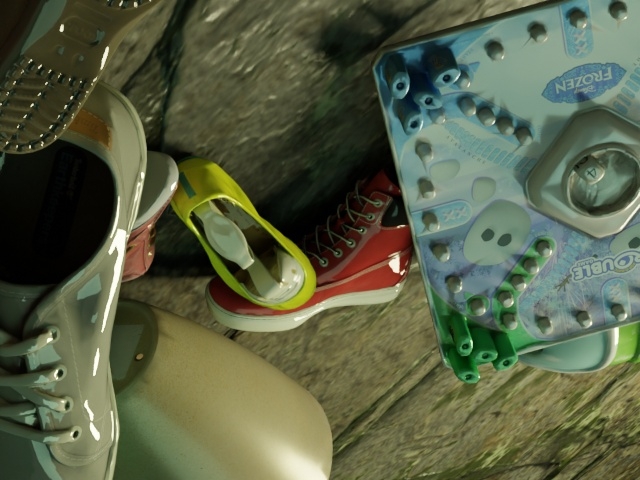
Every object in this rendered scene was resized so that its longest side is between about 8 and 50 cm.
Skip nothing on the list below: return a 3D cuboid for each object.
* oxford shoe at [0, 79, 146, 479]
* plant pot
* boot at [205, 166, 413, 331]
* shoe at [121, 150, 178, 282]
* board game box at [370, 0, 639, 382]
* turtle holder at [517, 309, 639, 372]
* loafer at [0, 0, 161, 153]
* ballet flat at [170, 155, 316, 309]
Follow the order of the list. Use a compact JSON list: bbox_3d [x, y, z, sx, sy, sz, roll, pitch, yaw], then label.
[{"bbox_3d":[-0.235,0.091,1.032,0.169,0.130,0.449,12,101,0],"label":"oxford shoe"},{"bbox_3d":[-0.158,0.186,1.394,0.256,0.256,0.274,-31,135,4],"label":"plant pot"},{"bbox_3d":[0.000,0.000,1.371,0.244,0.088,0.176,-13,141,-28],"label":"boot"},{"bbox_3d":[-0.175,-0.018,1.202,0.178,0.063,0.081,-38,152,27],"label":"shoe"},{"bbox_3d":[0.279,-0.057,1.288,0.390,0.050,0.390,-16,123,1],"label":"board game box"},{"bbox_3d":[0.284,0.026,1.487,0.227,0.243,0.320,-10,167,-2],"label":"turtle holder"},{"bbox_3d":[-0.167,-0.188,0.905,0.268,0.092,0.102,-51,145,7],"label":"loafer"},{"bbox_3d":[-0.069,0.013,1.249,0.077,0.077,0.231,-37,130,4],"label":"ballet flat"}]
